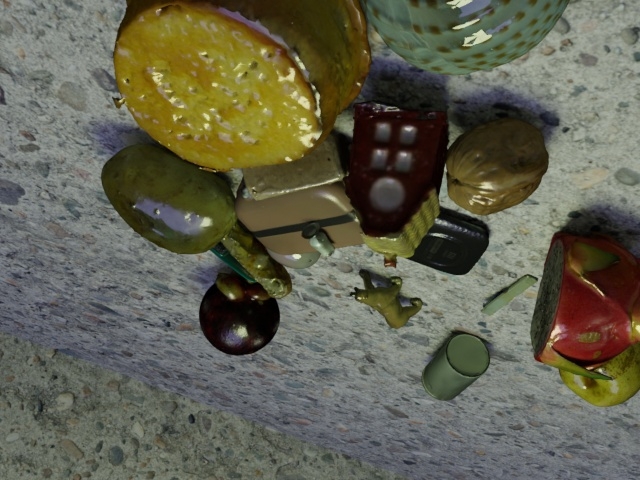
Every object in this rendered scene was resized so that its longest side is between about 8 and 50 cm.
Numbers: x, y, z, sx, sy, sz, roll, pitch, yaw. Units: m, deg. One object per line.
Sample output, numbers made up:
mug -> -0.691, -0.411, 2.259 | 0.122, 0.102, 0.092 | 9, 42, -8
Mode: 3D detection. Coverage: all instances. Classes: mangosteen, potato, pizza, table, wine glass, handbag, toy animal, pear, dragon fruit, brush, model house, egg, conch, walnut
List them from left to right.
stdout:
potato -> -0.330, -0.090, 1.552 | 0.307, 0.173, 0.210 | 33, 131, -14
brush -> -0.229, 0.036, 1.787 | 0.193, 0.043, 0.032 | 37, 131, 10
mangosteen -> -0.211, 0.180, 1.912 | 0.228, 0.228, 0.265 | 18, 118, 0
pizza -> -0.171, 0.022, 1.702 | 0.288, 0.075, 0.280 | 46, 180, -20
egg -> -0.064, 0.013, 1.655 | 0.135, 0.103, 0.103 | 20, 149, 2
handbag -> -0.038, -0.099, 1.427 | 0.302, 0.149, 0.283 | -7, 140, 37
wine glass -> 0.000, 0.000, 1.396 | 0.039, 0.042, 0.083 | 41, 177, 45
toy animal -> 0.159, 0.151, 1.768 | 0.103, 0.101, 0.219 | -6, 142, 37
model house -> 0.129, -0.085, 1.211 | 0.160, 0.254, 0.196 | 5, 172, 13
table -> 0.371, 0.353, 1.961 | 0.126, 0.126, 0.220 | 18, 149, 0
conch -> 0.176, -0.320, 0.909 | 0.303, 0.215, 0.319 | 10, 149, 32
walnut -> 0.301, -0.126, 1.196 | 0.184, 0.155, 0.155 | -23, 153, -16
brush -> 0.440, 0.124, 1.659 | 0.033, 0.030, 0.178 | 31, 137, -8
dragon fruit -> 0.528, 0.126, 1.384 | 0.189, 0.291, 0.291 | 13, 149, 6
pear -> 0.660, 0.278, 1.648 | 0.197, 0.197, 0.197 | 13, 149, 8

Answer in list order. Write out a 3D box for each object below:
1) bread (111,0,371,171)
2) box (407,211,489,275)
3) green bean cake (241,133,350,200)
bread -> -0.123, -0.288, 1.102 | 0.398, 0.215, 0.398 | 11, 143, 8
box -> 0.254, 0.006, 1.545 | 0.201, 0.042, 0.212 | 17, 150, -2
green bean cake -> -0.038, -0.128, 1.244 | 0.179, 0.085, 0.109 | -13, -175, 15
